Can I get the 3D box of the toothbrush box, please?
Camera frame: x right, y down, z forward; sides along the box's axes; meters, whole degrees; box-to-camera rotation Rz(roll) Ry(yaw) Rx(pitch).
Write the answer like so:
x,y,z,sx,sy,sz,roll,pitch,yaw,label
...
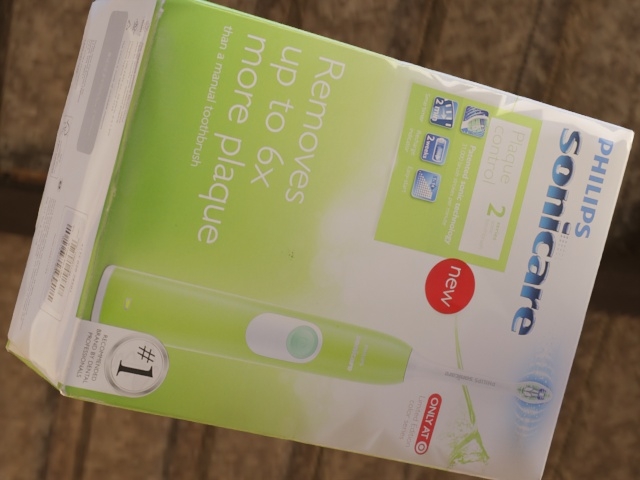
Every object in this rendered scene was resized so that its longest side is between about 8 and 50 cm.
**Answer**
x,y,z,sx,sy,sz,roll,pitch,yaw,label
0.000,0.000,0.958,0.283,0.122,0.206,15,-88,-26,toothbrush box
